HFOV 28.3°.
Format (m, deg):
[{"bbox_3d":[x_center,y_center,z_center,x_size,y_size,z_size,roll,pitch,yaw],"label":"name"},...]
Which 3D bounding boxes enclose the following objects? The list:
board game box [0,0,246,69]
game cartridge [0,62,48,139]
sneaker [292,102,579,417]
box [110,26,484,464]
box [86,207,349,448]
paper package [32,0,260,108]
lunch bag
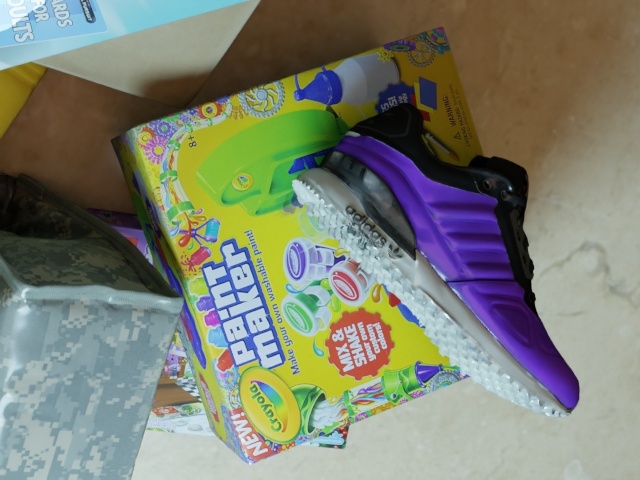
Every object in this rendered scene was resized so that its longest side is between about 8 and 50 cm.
[{"bbox_3d":[-0.136,-0.255,0.811,0.336,0.079,0.254,-15,139,3],"label":"board game box"},{"bbox_3d":[-0.403,-0.129,1.023,0.285,0.052,0.324,34,78,-15],"label":"game cartridge"},{"bbox_3d":[0.128,0.009,1.005,0.293,0.102,0.146,45,79,-11],"label":"sneaker"},{"bbox_3d":[0.000,0.000,1.116,0.279,0.177,0.290,-20,97,-14],"label":"box"},{"bbox_3d":[-0.097,0.089,1.236,0.293,0.057,0.201,9,105,-16],"label":"box"},{"bbox_3d":[-0.163,-0.298,0.942,0.309,0.168,0.325,16,132,-29],"label":"paper package"},{"bbox_3d":[-0.258,0.090,1.086,0.169,0.287,0.235,7,108,-35],"label":"lunch bag"}]
